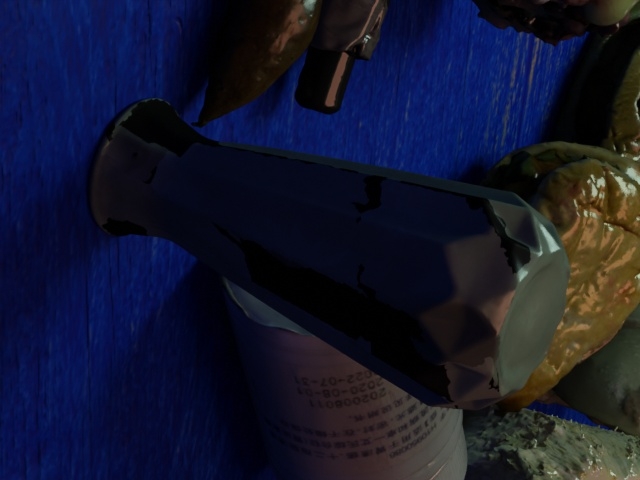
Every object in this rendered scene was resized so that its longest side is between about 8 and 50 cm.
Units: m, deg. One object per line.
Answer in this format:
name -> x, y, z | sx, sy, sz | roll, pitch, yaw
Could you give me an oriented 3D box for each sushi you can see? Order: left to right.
sushi -> 0.200, -0.279, 1.767 | 0.171, 0.236, 0.270 | -60, 166, -1

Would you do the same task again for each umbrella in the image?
umbrella -> 0.047, -0.270, 1.682 | 0.067, 0.073, 0.337 | 12, 100, -47

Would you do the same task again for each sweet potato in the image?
sweet potato -> -0.028, -0.208, 1.591 | 0.075, 0.075, 0.269 | 28, 81, -62

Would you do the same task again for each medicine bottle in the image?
medicine bottle -> 0.027, 0.116, 1.793 | 0.190, 0.190, 0.332 | -51, 148, -30

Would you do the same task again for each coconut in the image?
coconut -> 0.209, 0.311, 2.149 | 0.297, 0.309, 0.297 | -3, 95, -36

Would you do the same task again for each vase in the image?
vase -> 0.000, 0.000, 1.478 | 0.165, 0.360, 0.165 | -41, 142, -43

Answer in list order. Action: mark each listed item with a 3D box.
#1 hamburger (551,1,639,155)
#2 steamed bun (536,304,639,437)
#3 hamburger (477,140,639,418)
hamburger -> 0.360, -0.148, 2.266 | 0.211, 0.132, 0.308 | 15, 98, -66
steamed bun -> 0.387, 0.110, 2.321 | 0.324, 0.310, 0.219 | 5, 102, -48
hamburger -> 0.238, -0.001, 2.082 | 0.330, 0.162, 0.209 | -42, 129, -4
